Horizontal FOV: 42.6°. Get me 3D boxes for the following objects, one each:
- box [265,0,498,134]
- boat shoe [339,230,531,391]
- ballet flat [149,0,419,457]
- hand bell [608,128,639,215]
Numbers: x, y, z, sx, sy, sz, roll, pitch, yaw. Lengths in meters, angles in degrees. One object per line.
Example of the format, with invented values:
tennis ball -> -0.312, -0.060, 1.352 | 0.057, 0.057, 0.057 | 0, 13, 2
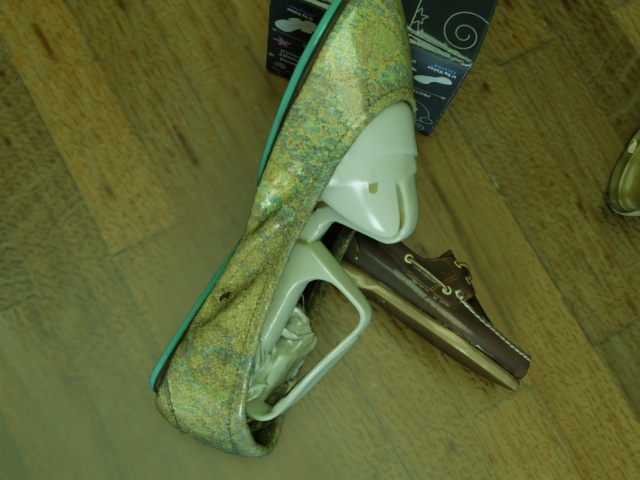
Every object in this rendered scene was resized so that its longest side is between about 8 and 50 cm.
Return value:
box -> 0.072, -0.241, 0.673 | 0.163, 0.142, 0.247 | 22, 74, 1
boat shoe -> 0.081, 0.035, 0.639 | 0.207, 0.073, 0.073 | 35, 81, 4
ballet flat -> 0.000, 0.000, 0.562 | 0.123, 0.123, 0.348 | 28, 103, 1
hand bell -> 0.377, -0.011, 0.680 | 0.242, 0.126, 0.126 | 32, 75, -9
